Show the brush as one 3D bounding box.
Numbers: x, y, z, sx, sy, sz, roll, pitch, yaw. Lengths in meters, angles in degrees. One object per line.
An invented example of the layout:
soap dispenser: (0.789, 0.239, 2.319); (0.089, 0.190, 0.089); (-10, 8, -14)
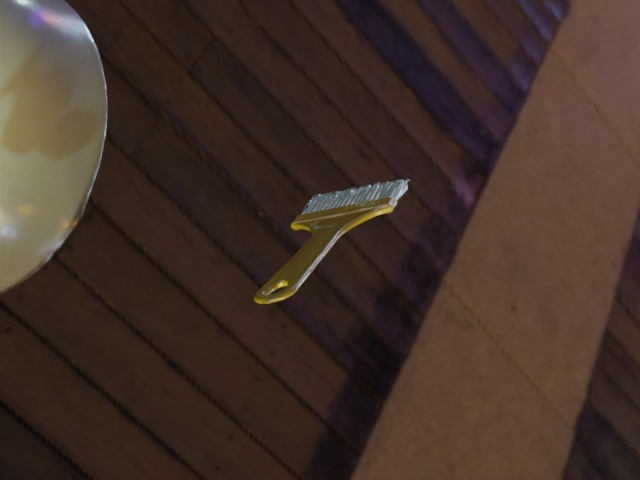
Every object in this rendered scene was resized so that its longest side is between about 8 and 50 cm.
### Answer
brush: (0.000, 0.000, 0.773); (0.205, 0.083, 0.011); (-51, 127, -60)

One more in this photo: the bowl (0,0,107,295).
bowl: (-0.404, -0.119, 1.073); (0.185, 0.354, 0.353); (18, 57, -62)
